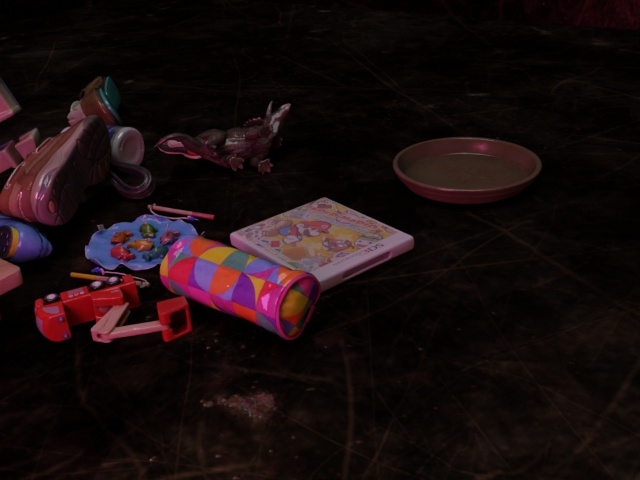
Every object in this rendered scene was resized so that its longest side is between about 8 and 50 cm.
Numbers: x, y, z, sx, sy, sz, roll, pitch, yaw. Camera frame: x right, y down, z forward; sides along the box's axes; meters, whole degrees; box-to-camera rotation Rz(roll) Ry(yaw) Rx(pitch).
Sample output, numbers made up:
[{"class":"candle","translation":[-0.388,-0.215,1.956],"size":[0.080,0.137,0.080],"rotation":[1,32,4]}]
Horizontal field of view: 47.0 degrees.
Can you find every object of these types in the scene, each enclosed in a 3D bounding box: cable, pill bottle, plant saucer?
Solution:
[{"class":"cable","translation":[-0.452,-0.142,1.480],"size":[0.287,0.072,0.139],"rotation":[10,54,10]},{"class":"pill bottle","translation":[-0.469,-0.201,1.567],"size":[0.169,0.094,0.094],"rotation":[9,30,24]},{"class":"plant saucer","translation":[0.278,-0.135,1.407],"size":[0.278,0.041,0.278],"rotation":[-4,27,2]}]

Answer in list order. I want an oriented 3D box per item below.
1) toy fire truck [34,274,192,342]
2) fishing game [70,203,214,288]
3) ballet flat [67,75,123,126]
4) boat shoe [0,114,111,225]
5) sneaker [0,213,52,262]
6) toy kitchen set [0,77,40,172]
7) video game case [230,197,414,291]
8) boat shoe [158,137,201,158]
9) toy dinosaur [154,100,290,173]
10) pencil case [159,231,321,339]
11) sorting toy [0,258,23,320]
[{"class":"toy fire truck","translation":[-0.286,0.104,1.010],"size":[0.192,0.047,0.135],"rotation":[-16,31,-21]},{"class":"fishing game","translation":[-0.299,-0.005,1.232],"size":[0.189,0.041,0.264],"rotation":[9,30,18]},{"class":"ballet flat","translation":[-0.562,-0.325,1.822],"size":[0.124,0.116,0.342],"rotation":[-28,30,-3]},{"class":"boat shoe","translation":[-0.472,-0.138,1.324],"size":[0.117,0.123,0.324],"rotation":[-1,29,8]},{"class":"sneaker","translation":[-0.520,-0.004,1.244],"size":[0.082,0.069,0.209],"rotation":[11,4,-43]},{"class":"toy kitchen set","translation":[-0.685,-0.214,1.476],"size":[0.207,0.166,0.122],"rotation":[-27,28,2]},{"class":"video game case","translation":[0.000,0.000,1.197],"size":[0.206,0.026,0.227],"rotation":[-23,33,-33]},{"class":"boat shoe","translation":[-0.309,-0.214,1.629],"size":[0.137,0.043,0.049],"rotation":[17,36,36]},{"class":"toy dinosaur","translation":[-0.187,-0.197,1.538],"size":[0.314,0.121,0.160],"rotation":[-18,18,-17]},{"class":"pencil case","translation":[-0.113,0.060,1.021],"size":[0.236,0.104,0.104],"rotation":[18,35,36]},{"class":"sorting toy","translation":[-0.586,0.098,1.014],"size":[0.256,0.089,0.257],"rotation":[16,33,33]}]
